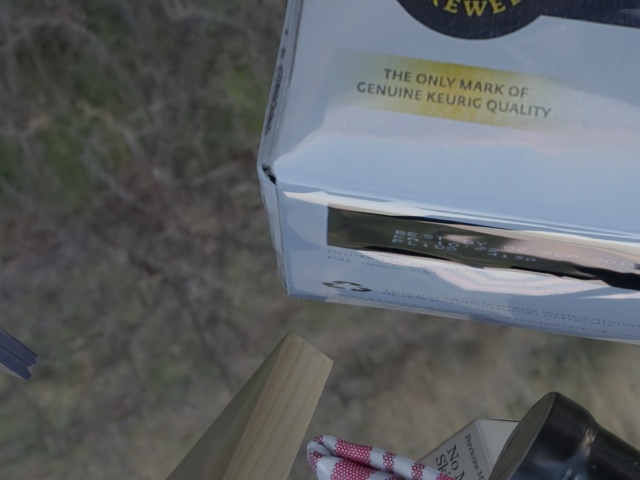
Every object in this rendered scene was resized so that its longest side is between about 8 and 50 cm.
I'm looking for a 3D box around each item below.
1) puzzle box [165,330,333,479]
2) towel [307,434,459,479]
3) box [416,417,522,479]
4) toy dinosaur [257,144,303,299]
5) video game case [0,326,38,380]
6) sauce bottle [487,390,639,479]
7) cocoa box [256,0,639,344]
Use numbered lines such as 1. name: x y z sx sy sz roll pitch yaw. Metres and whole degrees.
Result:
1. puzzle box: -0.145 0.288 1.689 0.409 0.052 0.272 -51 -172 30
2. towel: 0.079 0.158 0.776 0.029 0.197 0.144 -41 130 -32
3. box: 0.094 0.264 1.699 0.094 0.113 0.275 9 141 -40
4. toy dinosaur: 0.000 0.000 1.591 0.053 0.093 0.183 -9 133 19
5. video game case: -0.341 0.025 1.335 0.274 0.026 0.196 18 169 11
6. sauce bottle: 0.243 0.198 1.005 0.111 0.344 0.111 -59 -179 2
7. cocoa box: 0.166 -0.083 0.691 0.347 0.228 0.231 8 170 1
